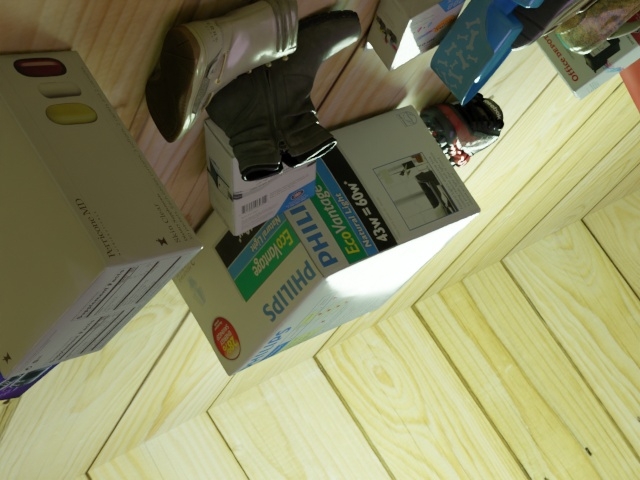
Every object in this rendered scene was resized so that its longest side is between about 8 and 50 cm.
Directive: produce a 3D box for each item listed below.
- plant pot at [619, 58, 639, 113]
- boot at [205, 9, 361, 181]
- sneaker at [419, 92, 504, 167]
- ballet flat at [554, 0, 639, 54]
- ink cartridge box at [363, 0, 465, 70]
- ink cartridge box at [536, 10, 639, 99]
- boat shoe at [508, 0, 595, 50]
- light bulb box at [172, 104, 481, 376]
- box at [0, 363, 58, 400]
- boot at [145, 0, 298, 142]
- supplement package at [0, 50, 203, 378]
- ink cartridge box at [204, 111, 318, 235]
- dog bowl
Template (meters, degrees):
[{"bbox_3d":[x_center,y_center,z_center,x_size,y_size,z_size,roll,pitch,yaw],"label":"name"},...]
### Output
[{"bbox_3d":[0.652,-0.347,2.485,0.275,0.243,0.275,-32,166,-9],"label":"plant pot"},{"bbox_3d":[-0.025,-0.176,1.717,0.246,0.161,0.083,-29,166,-17],"label":"boot"},{"bbox_3d":[0.247,-0.204,2.369,0.135,0.097,0.276,-35,168,8],"label":"sneaker"},{"bbox_3d":[0.534,-0.417,2.226,0.348,0.123,0.123,-32,166,0],"label":"ballet flat"},{"bbox_3d":[0.128,-0.297,1.855,0.104,0.061,0.181,-29,166,-18],"label":"ink cartridge box"},{"bbox_3d":[0.471,-0.343,2.332,0.175,0.127,0.072,-37,165,12],"label":"ink cartridge box"},{"bbox_3d":[0.372,-0.396,1.988,0.324,0.123,0.116,-33,175,19],"label":"boat shoe"},{"bbox_3d":[0.000,0.000,2.236,0.361,0.225,0.358,-21,162,-39],"label":"light bulb box"},{"bbox_3d":[-0.473,0.150,1.955,0.184,0.103,0.261,-41,164,19],"label":"box"},{"bbox_3d":[-0.114,-0.204,1.609,0.165,0.077,0.213,-29,165,-28],"label":"boot"},{"bbox_3d":[-0.287,-0.031,1.409,0.204,0.262,0.145,-43,164,33],"label":"supplement package"},{"bbox_3d":[-0.081,-0.112,1.900,0.140,0.082,0.190,-28,151,-19],"label":"ink cartridge box"},{"bbox_3d":[0.257,-0.325,1.881,0.297,0.074,0.166,-54,173,17],"label":"dog bowl"}]
